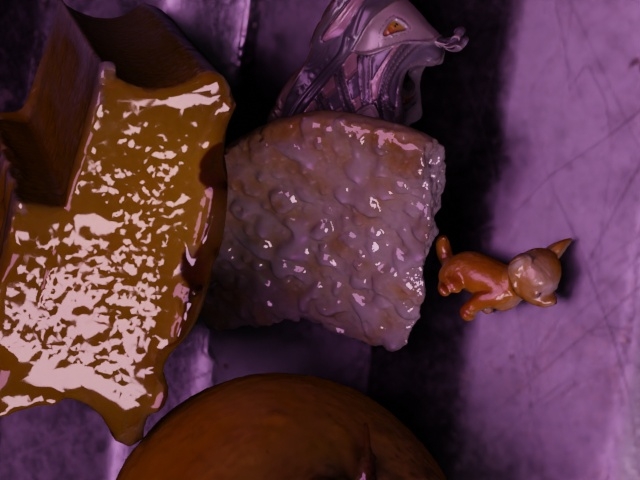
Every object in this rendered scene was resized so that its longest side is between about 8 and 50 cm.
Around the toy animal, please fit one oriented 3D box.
[{"bbox_3d":[0.126,0.017,1.344,0.083,0.060,0.081,-35,77,33],"label":"toy animal"}]

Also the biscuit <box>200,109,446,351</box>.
[{"bbox_3d":[0.000,0.000,1.374,0.188,0.040,0.265,46,132,-13],"label":"biscuit"}]

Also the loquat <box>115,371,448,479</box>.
[{"bbox_3d":[-0.025,0.222,1.306,0.275,0.275,0.274,1,92,28],"label":"loquat"}]

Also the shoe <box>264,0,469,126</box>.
[{"bbox_3d":[0.029,-0.101,1.380,0.092,0.089,0.180,34,111,10],"label":"shoe"}]

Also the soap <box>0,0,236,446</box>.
[{"bbox_3d":[-0.158,-0.029,1.370,0.143,0.281,0.259,14,101,-15],"label":"soap"}]
